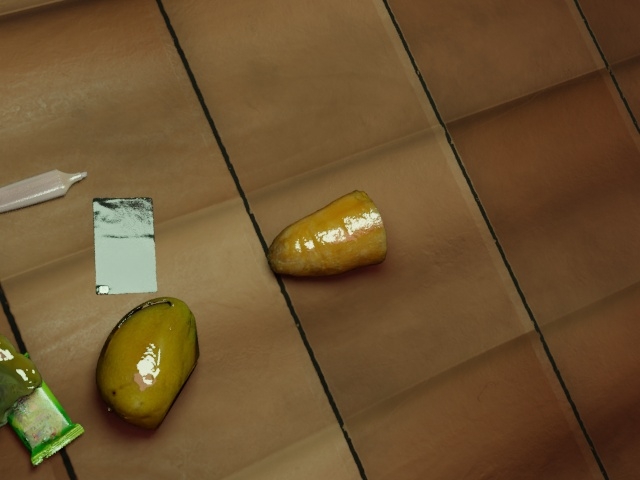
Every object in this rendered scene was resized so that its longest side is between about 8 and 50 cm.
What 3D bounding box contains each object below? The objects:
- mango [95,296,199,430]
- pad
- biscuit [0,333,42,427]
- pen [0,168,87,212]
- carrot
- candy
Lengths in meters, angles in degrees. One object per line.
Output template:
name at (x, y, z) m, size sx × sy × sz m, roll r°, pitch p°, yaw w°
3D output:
mango at (-0.310, 0.212, 1.557) m, size 0.166 × 0.136 × 0.236 m, roll 31°, pitch 64°, yaw -5°
pad at (-0.377, 0.009, 1.658) m, size 0.116 × 0.004 × 0.193 m, roll -1°, pitch 75°, yaw -18°
biscuit at (-0.664, 0.279, 1.444) m, size 0.329 × 0.078 × 0.335 m, roll 19°, pitch 75°, yaw -2°
pen at (-0.535, -0.097, 1.620) m, size 0.197 × 0.032 × 0.053 m, roll -19°, pitch 82°, yaw -19°
carrot at (0.000, 0.000, 1.709) m, size 0.225 × 0.159 × 0.159 m, roll -16°, pitch 81°, yaw -12°
candy at (-0.512, 0.297, 1.523) m, size 0.102 × 0.032 × 0.178 m, roll -35°, pitch 88°, yaw -21°
